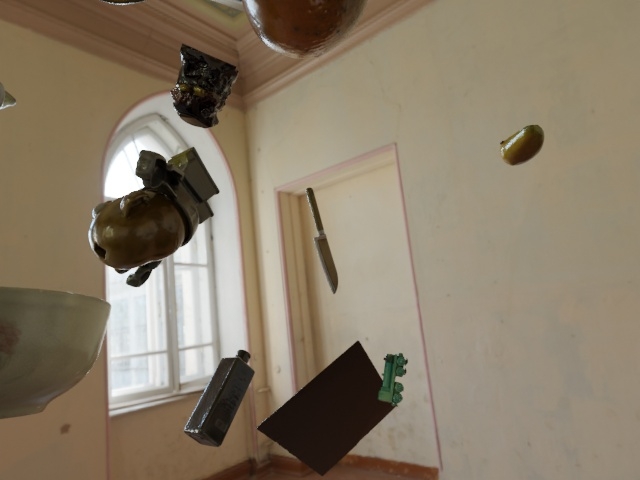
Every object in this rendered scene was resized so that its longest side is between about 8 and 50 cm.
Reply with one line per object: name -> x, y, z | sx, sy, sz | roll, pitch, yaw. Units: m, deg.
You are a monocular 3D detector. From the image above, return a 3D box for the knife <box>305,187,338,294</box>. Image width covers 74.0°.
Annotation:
knife -> -0.001, 0.000, 0.992 | 0.022, 0.257, 0.046 | -18, -4, 34

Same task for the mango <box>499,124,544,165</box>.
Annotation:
mango -> 0.536, -0.251, 1.125 | 0.100, 0.066, 0.187 | -3, -16, 4

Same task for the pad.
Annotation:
pad -> 0.037, 0.374, 0.905 | 0.247, 0.007, 0.368 | -38, -44, -9

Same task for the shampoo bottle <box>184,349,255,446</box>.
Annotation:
shampoo bottle -> -0.252, 0.400, 1.112 | 0.079, 0.246, 0.080 | -13, -53, 37

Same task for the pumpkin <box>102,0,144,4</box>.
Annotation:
pumpkin -> -0.219, -0.368, 0.382 | 0.189, 0.140, 0.281 | -18, -31, 8

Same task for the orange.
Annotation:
orange -> -0.019, -0.360, 0.547 | 0.171, 0.241, 0.240 | -3, -10, 0

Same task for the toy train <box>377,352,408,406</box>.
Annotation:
toy train -> 0.129, 0.245, 0.756 | 0.045, 0.092, 0.029 | 8, -23, 8

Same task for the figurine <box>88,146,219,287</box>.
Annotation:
figurine -> -0.346, -0.047, 0.882 | 0.166, 0.343, 0.285 | 11, 37, 16

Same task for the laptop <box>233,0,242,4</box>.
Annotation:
laptop -> -0.297, -0.757, 1.336 | 0.268, 0.015, 0.187 | 0, 23, -36

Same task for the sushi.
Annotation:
sushi -> -0.326, -0.392, 1.153 | 0.152, 0.151, 0.172 | 17, -12, -20

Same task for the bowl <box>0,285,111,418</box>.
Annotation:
bowl -> -0.419, 0.148, 0.533 | 0.276, 0.146, 0.277 | -3, -14, -1

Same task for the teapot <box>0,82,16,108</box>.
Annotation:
teapot -> -0.563, -0.241, 0.660 | 0.108, 0.149, 0.111 | 36, -46, -15
